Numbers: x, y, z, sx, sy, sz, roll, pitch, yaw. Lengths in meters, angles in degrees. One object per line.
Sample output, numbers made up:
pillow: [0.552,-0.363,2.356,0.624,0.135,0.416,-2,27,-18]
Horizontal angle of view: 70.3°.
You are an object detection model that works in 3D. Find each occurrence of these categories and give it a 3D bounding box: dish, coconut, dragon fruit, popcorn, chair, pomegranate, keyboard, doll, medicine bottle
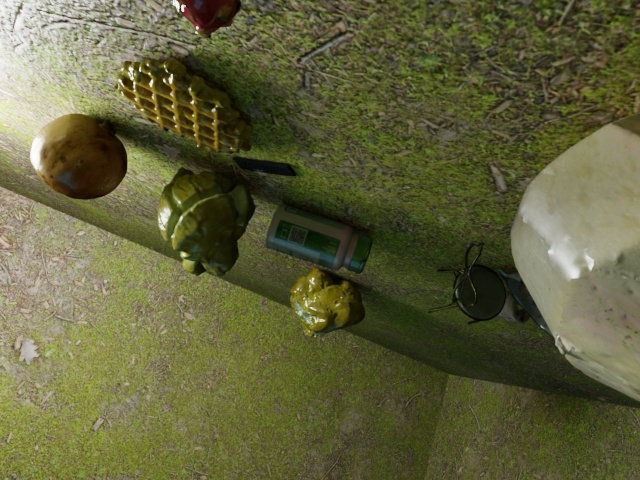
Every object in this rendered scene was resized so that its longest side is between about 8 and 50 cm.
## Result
dish: [0.542,0.133,1.088,0.228,0.086,0.236,51,-178,-26]
coconut: [0.401,0.009,0.531,0.353,0.352,0.352,18,163,6]
dragon fruit: [-0.139,-0.307,0.548,0.086,0.081,0.116,32,163,-3]
popcorn: [-0.291,-0.048,1.188,0.225,0.276,0.276,32,174,40]
chair: [0.398,0.131,1.172,0.170,0.159,0.325,19,164,-3]
pomegranate: [-0.586,-0.209,1.128,0.215,0.215,0.215,18,163,6]
keyboard: [-0.132,-0.172,1.064,0.155,0.010,0.053,11,162,25]
doll: [0.550,0.204,1.352,0.129,0.081,0.207,33,161,-17]
medicine bottle: [0.000,0.000,1.241,0.274,0.133,0.133,18,163,4]

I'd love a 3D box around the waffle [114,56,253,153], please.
waffle: [-0.264,-0.253,0.894,0.291,0.051,0.291,19,160,7]

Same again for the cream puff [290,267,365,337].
cream puff: [0.032,0.237,1.825,0.274,0.269,0.323,-12,172,-18]
